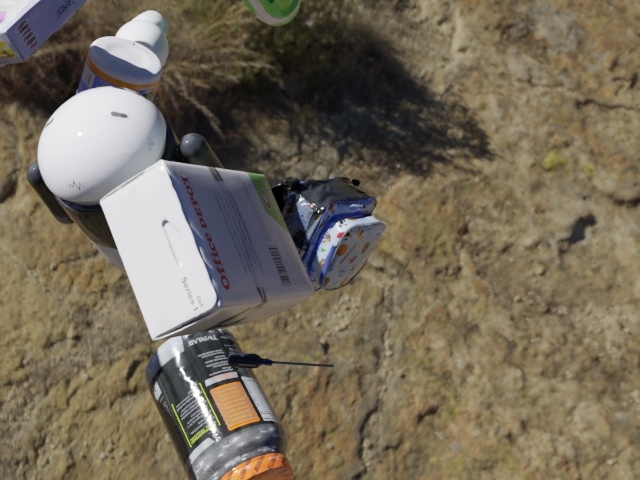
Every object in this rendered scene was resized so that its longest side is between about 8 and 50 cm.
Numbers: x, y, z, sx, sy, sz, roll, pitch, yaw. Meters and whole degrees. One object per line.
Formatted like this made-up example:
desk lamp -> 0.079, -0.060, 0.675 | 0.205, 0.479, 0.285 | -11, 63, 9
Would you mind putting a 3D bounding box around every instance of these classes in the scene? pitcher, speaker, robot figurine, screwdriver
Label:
pitcher -> -0.442, -0.449, 1.962 | 0.177, 0.125, 0.207 | -28, 31, 8
speaker -> -0.138, -0.599, 1.874 | 0.131, 0.296, 0.131 | -4, 75, 14
robot figurine -> -0.246, -0.073, 1.086 | 0.209, 0.278, 0.173 | -39, 52, -11
screwdriver -> -0.063, 0.198, 1.326 | 0.169, 0.025, 0.024 | 9, 10, -5

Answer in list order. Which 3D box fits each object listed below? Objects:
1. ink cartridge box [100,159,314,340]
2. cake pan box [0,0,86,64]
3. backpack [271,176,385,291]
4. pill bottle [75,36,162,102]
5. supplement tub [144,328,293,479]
ink cartridge box -> -0.114, 0.010, 0.896 | 0.219, 0.092, 0.160 | 1, 64, -65
cake pan box -> -0.552, -0.402, 1.483 | 0.245, 0.070, 0.267 | 3, 45, 27
backpack -> 0.000, 0.000, 1.892 | 0.213, 0.263, 0.276 | 47, 28, 26
pill bottle -> -0.441, -0.274, 1.753 | 0.152, 0.272, 0.152 | 18, 37, -14
supplement tub -> -0.198, 0.354, 1.651 | 0.207, 0.207, 0.338 | -12, 52, -29
